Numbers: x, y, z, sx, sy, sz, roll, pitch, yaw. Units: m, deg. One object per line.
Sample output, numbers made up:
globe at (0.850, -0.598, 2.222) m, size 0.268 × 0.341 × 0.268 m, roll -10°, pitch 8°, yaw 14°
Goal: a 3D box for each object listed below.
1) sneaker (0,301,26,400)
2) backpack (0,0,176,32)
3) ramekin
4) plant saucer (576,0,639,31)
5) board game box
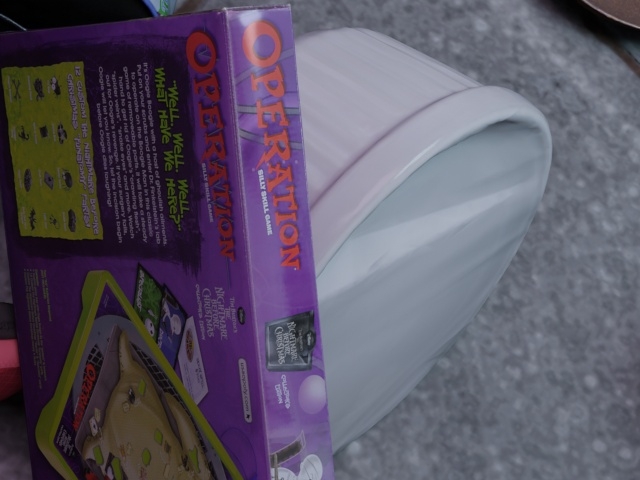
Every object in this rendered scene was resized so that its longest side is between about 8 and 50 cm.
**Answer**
sneaker at (-0.275, 0.140, 0.931) m, size 0.314 × 0.116 × 0.136 m, roll -25°, pitch 81°, yaw -18°
backpack at (-0.211, -0.177, 1.037) m, size 0.263 × 0.276 × 0.213 m, roll 29°, pitch 59°, yaw -14°
ramekin at (0.000, 0.000, 0.984) m, size 0.273 × 0.273 × 0.127 m, roll -37°, pitch 65°, yaw -29°
plant saucer at (0.243, -0.230, 1.301) m, size 0.198 × 0.036 × 0.199 m, roll 6°, pitch 61°, yaw -11°
board game box at (-0.081, 0.061, 0.866) m, size 0.056 × 0.208 × 0.347 m, roll -10°, pitch 99°, yaw -38°
